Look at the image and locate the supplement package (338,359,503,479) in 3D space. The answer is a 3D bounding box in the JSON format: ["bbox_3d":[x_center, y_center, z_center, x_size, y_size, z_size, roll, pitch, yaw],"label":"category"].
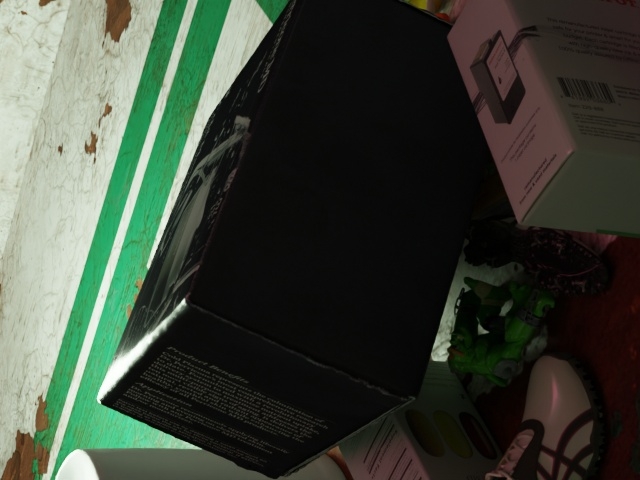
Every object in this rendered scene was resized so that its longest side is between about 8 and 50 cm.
[{"bbox_3d":[0.131,0.278,1.893,0.133,0.139,0.244,-67,32,29],"label":"supplement package"}]

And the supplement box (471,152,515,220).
[{"bbox_3d":[0.253,-0.087,1.801,0.233,0.080,0.078,-32,55,56],"label":"supplement box"}]

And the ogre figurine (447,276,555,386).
[{"bbox_3d":[0.214,0.112,1.825,0.197,0.097,0.118,8,74,48],"label":"ogre figurine"}]

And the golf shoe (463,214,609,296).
[{"bbox_3d":[0.267,0.006,1.761,0.198,0.094,0.077,21,120,36],"label":"golf shoe"}]

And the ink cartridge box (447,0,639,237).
[{"bbox_3d":[0.285,-0.152,1.604,0.121,0.211,0.289,121,146,-42],"label":"ink cartridge box"}]

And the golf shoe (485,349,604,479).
[{"bbox_3d":[0.251,0.256,1.686,0.105,0.120,0.272,158,117,-62],"label":"golf shoe"}]

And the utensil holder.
[{"bbox_3d":[-0.184,0.469,2.203,0.328,0.386,0.327,-19,68,61],"label":"utensil holder"}]

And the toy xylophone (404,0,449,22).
[{"bbox_3d":[0.125,-0.323,2.096,0.236,0.081,0.322,-21,66,61],"label":"toy xylophone"}]

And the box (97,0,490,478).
[{"bbox_3d":[-0.027,-0.003,1.882,0.472,0.297,0.479,-42,26,61],"label":"box"}]
